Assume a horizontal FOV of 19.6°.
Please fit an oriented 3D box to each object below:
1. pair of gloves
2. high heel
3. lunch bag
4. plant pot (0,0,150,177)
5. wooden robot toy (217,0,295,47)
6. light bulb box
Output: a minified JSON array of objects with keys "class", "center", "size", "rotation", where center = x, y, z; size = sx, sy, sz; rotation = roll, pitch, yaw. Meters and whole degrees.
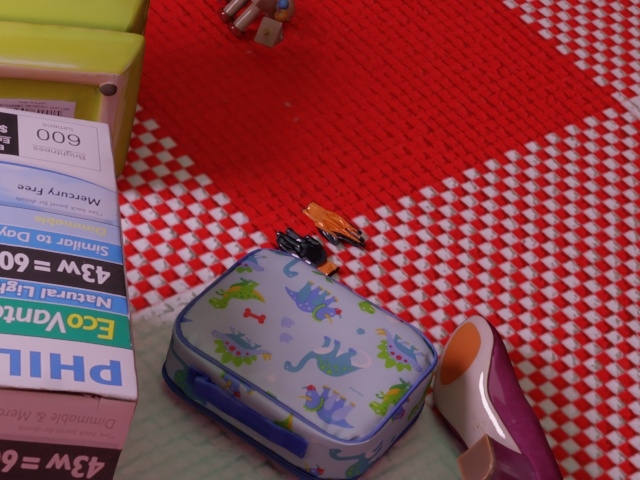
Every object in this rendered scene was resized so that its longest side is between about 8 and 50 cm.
[{"class":"pair of gloves","center":[0.000,0.000,1.850],"size":[0.074,0.010,0.083],"rotation":[33,49,16]},{"class":"high heel","center":[0.175,0.168,1.699],"size":[0.117,0.082,0.244],"rotation":[36,21,-25]},{"class":"lunch bag","center":[-0.022,0.115,1.668],"size":[0.219,0.090,0.176],"rotation":[30,44,16]},{"class":"plant pot","center":[-0.280,-0.189,1.818],"size":[0.228,0.227,0.207],"rotation":[4,50,-12]},{"class":"wooden robot toy","center":[-0.067,-0.265,2.082],"size":[0.079,0.076,0.173],"rotation":[22,28,-49]},{"class":"light bulb box","center":[-0.348,0.069,1.477],"size":[0.358,0.225,0.361],"rotation":[7,36,-17]}]
